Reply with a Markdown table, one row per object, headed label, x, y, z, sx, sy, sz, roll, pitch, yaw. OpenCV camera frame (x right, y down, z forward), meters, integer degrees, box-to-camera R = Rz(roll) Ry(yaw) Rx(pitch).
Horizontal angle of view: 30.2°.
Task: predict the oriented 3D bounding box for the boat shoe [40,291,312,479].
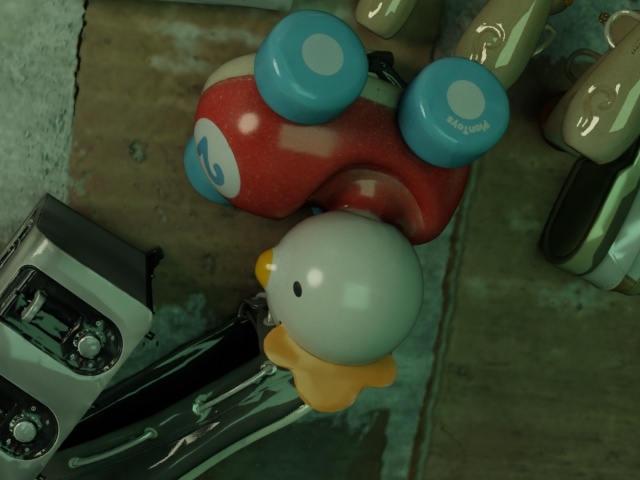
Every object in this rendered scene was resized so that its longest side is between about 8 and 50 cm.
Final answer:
| label | x | y | z | sx | sy | sz | roll | pitch | yaw |
| --- | --- | --- | --- | --- | --- | --- | --- | --- | --- |
| boat shoe | -0.081 | 0.109 | 0.947 | 0.335 | 0.112 | 0.095 | -37 | 111 | -3 |

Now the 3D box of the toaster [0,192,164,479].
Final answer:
| label | x | y | z | sx | sy | sz | roll | pitch | yaw |
| --- | --- | --- | --- | --- | --- | --- | --- | --- | --- |
| toaster | -0.206 | 0.066 | 0.880 | 0.110 | 0.185 | 0.168 | 37 | 97 | -15 |

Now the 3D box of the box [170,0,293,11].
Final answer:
| label | x | y | z | sx | sy | sz | roll | pitch | yaw |
| --- | --- | --- | --- | --- | --- | --- | --- | --- | --- |
| box | -0.100 | -0.241 | 0.874 | 0.186 | 0.038 | 0.145 | 2 | 141 | -14 |

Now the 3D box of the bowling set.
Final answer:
| label | x | y | z | sx | sy | sz | roll | pitch | yaw |
| --- | --- | --- | --- | --- | --- | --- | --- | --- | --- |
| bowling set | 0.189 | -0.168 | 0.960 | 0.154 | 0.287 | 0.200 | -58 | 151 | 8 |

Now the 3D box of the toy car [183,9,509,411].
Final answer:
| label | x | y | z | sx | sy | sz | roll | pitch | yaw |
| --- | --- | --- | --- | --- | --- | --- | --- | --- | --- |
| toy car | 0.000 | 0.000 | 0.851 | 0.210 | 0.219 | 0.237 | 15 | 68 | -17 |

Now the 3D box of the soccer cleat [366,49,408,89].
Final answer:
| label | x | y | z | sx | sy | sz | roll | pitch | yaw |
| --- | --- | --- | --- | --- | --- | --- | --- | --- | --- |
| soccer cleat | 0.018 | -0.127 | 0.964 | 0.179 | 0.060 | 0.072 | 17 | 85 | -24 |

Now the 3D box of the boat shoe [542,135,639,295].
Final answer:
| label | x | y | z | sx | sy | sz | roll | pitch | yaw |
| --- | --- | --- | --- | --- | --- | --- | --- | --- | --- |
| boat shoe | 0.309 | -0.093 | 1.024 | 0.103 | 0.113 | 0.302 | 25 | 103 | -19 |
